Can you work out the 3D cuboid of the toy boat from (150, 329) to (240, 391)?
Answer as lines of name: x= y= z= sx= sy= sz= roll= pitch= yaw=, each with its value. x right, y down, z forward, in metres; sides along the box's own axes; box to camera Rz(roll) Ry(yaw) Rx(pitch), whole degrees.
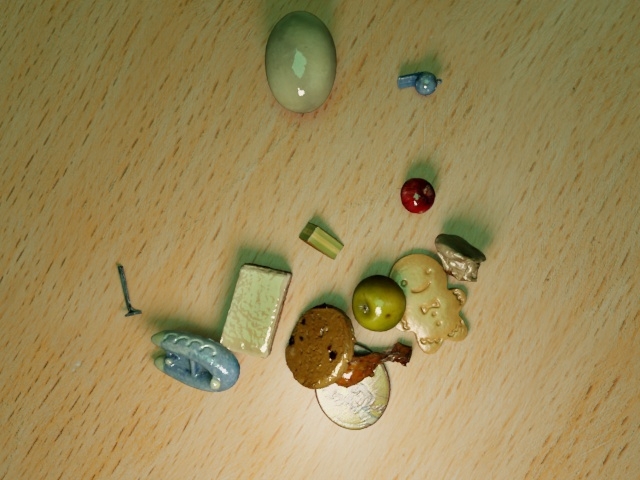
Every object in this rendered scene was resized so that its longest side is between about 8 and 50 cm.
toy boat: x=-0.437 y=0.429 z=1.815 sx=0.329 sy=0.123 sz=0.215 roll=17 pitch=125 yaw=10

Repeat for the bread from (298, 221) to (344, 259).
bread: x=0.004 y=0.003 z=1.942 sx=0.139 sy=0.084 sz=0.074 roll=34 pitch=87 yaw=-27

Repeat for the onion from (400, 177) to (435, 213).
onion: x=0.344 y=-0.161 z=1.889 sx=0.131 sy=0.131 sz=0.131 roll=0 pitch=86 yaw=2

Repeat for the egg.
egg: x=-0.069 y=-0.622 z=1.870 sx=0.258 sy=0.258 sz=0.352 roll=0 pitch=81 yaw=2

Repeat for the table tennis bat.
table tennis bat: x=0.100 y=0.462 z=1.886 sx=0.268 sy=0.051 sz=0.415 roll=-13 pitch=88 yaw=-1

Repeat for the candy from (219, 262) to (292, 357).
candy: x=-0.225 y=0.243 z=1.871 sx=0.179 sy=0.135 sz=0.321 roll=16 pitch=86 yaw=5

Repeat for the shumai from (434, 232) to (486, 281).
shumai: x=0.474 y=0.064 z=1.852 sx=0.201 sy=0.201 sz=0.120 roll=24 pitch=111 yaw=4

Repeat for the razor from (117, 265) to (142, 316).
razor: x=-0.710 y=0.184 z=1.944 sx=0.066 sy=0.033 sz=0.190 roll=-10 pitch=80 yaw=-44

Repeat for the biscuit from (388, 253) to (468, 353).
biscuit: x=0.377 y=0.216 z=1.893 sx=0.275 sy=0.052 sz=0.355 roll=-21 pitch=86 yaw=0

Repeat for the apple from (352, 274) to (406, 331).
apple: x=0.196 y=0.217 z=1.832 sx=0.196 sy=0.157 sz=0.196 roll=6 pitch=99 yaw=41

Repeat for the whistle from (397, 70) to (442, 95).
whistle: x=0.365 y=-0.567 z=1.938 sx=0.157 sy=0.090 sz=0.090 roll=-11 pitch=85 yaw=1

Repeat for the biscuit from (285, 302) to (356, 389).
biscuit: x=0.003 y=0.362 z=1.823 sx=0.296 sy=0.075 sz=0.296 roll=-19 pitch=60 yaw=36

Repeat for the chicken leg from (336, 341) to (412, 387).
chicken leg: x=0.178 y=0.416 z=1.831 sx=0.304 sy=0.093 sz=0.113 roll=-16 pitch=76 yaw=-9
